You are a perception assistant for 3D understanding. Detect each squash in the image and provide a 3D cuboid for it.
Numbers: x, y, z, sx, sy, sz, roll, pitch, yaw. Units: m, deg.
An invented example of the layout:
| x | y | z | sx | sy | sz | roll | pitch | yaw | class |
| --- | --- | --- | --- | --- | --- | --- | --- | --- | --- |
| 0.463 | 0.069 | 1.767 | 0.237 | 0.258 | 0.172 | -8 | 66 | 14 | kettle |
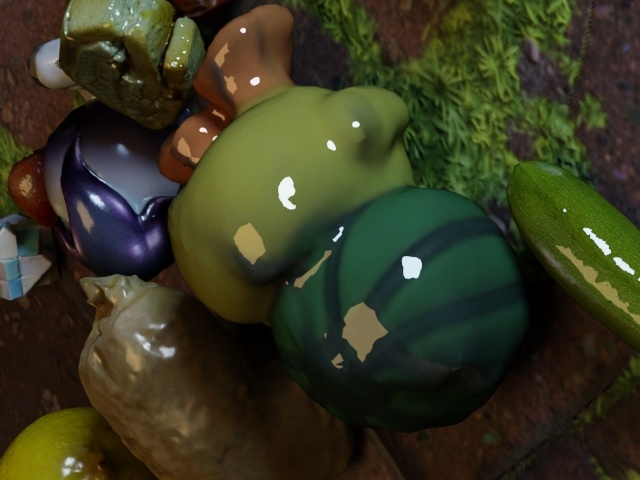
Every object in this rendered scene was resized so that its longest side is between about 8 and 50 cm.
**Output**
| x | y | z | sx | sy | sz | roll | pitch | yaw | class |
| --- | --- | --- | --- | --- | --- | --- | --- | --- | --- |
| 0.217 | 0.037 | 1.261 | 0.258 | 0.069 | 0.069 | 43 | 134 | 27 | squash |

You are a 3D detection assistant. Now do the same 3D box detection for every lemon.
| x | y | z | sx | sy | sz | roll | pitch | yaw | class |
| --- | --- | --- | --- | --- | --- | --- | --- | --- | --- |
| -0.221 | 0.244 | 1.748 | 0.178 | 0.178 | 0.203 | 59 | 151 | 10 | lemon |

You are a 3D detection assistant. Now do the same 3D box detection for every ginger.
| x | y | z | sx | sy | sz | roll | pitch | yaw | class |
| --- | --- | --- | --- | --- | --- | --- | --- | --- | --- |
| -0.098 | 0.128 | 1.556 | 0.267 | 0.152 | 0.138 | 30 | 157 | -14 | ginger |

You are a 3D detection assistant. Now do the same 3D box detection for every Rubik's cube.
| x | y | z | sx | sy | sz | roll | pitch | yaw | class |
| --- | --- | --- | --- | --- | --- | --- | --- | --- | --- |
| -0.296 | 0.017 | 1.808 | 0.084 | 0.073 | 0.075 | -7 | 102 | 51 | Rubik's cube |

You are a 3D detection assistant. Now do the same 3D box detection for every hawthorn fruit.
| x | y | z | sx | sy | sz | roll | pitch | yaw | class |
| --- | --- | --- | --- | --- | --- | --- | --- | --- | --- |
| -0.247 | -0.049 | 1.731 | 0.077 | 0.077 | 0.077 | 22 | 122 | 40 | hawthorn fruit |

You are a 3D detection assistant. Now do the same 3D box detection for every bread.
| x | y | z | sx | sy | sz | roll | pitch | yaw | class |
| --- | --- | --- | --- | --- | --- | --- | --- | --- | --- |
| -0.149 | -0.146 | 1.474 | 0.117 | 0.064 | 0.156 | 26 | 162 | 2 | bread |

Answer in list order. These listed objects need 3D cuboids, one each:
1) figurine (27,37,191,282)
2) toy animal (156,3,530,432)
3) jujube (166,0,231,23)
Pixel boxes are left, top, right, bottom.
| x | y | z | sx | sy | sz | roll | pitch | yaw | class |
| --- | --- | --- | --- | --- | --- | --- | --- | --- | --- |
| -0.173 | -0.073 | 1.590 | 0.145 | 0.145 | 0.222 | -13 | 95 | 50 | figurine |
| -0.001 | 0.002 | 1.385 | 0.338 | 0.191 | 0.216 | 48 | 135 | 22 | toy animal |
| -0.140 | -0.232 | 1.510 | 0.176 | 0.109 | 0.112 | 21 | 158 | 32 | jujube |
